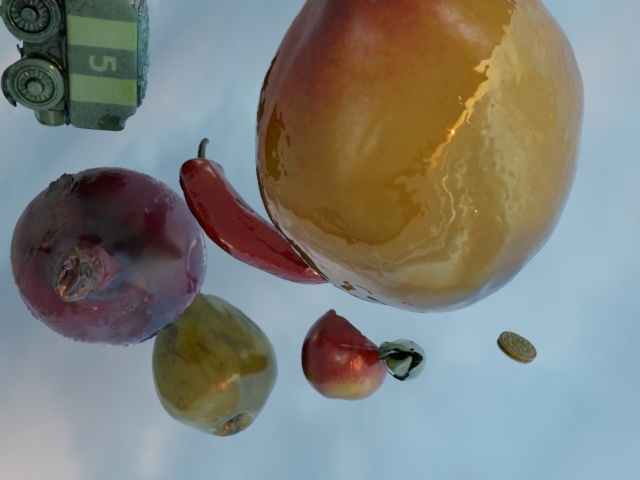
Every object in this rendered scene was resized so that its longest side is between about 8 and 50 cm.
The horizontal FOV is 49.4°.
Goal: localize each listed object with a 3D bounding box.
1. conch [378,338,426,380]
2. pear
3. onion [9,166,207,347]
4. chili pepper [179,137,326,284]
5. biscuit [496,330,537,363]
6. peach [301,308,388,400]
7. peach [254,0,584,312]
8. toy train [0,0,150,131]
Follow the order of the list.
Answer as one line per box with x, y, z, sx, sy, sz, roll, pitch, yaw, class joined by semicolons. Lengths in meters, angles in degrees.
0.158;0.227;1.344;0.095;0.200;0.079;15;-106;15;conch
-0.259;0.271;1.631;0.287;0.287;0.375;-29;-109;29;pear
-0.380;0.037;1.215;0.347;0.348;0.385;-47;-173;3;onion
-0.124;-0.032;1.110;0.368;0.137;0.091;46;-53;19;chili pepper
0.405;0.221;1.436;0.084;0.084;0.023;-109;-143;-54;biscuit
0.054;0.241;1.474;0.190;0.190;0.192;30;-64;57;peach
0.083;-0.103;0.616;0.289;0.307;0.289;-20;-161;7;peach
-0.413;-0.336;1.184;0.166;0.238;0.298;-102;-160;-54;toy train
